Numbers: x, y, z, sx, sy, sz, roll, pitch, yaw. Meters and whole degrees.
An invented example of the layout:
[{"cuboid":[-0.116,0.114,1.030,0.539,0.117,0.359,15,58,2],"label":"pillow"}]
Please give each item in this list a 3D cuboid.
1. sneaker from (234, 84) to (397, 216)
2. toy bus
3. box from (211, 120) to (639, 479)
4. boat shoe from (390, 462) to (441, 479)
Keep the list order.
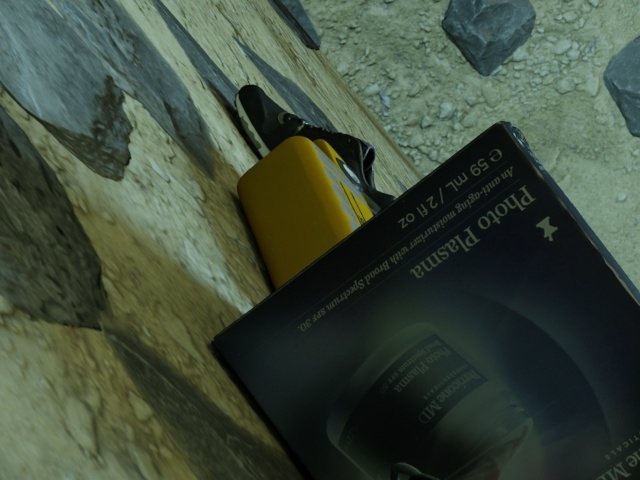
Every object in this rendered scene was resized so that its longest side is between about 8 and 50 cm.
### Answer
[{"cuboid":[0.005,-0.106,1.830,0.283,0.124,0.107,55,10,15],"label":"sneaker"},{"cuboid":[0.000,0.000,1.504,0.130,0.108,0.333,42,15,-37],"label":"toy bus"},{"cuboid":[0.126,0.104,1.166,0.294,0.296,0.183,53,10,4],"label":"box"},{"cuboid":[0.058,0.235,0.839,0.187,0.156,0.500,55,9,25],"label":"boat shoe"}]
